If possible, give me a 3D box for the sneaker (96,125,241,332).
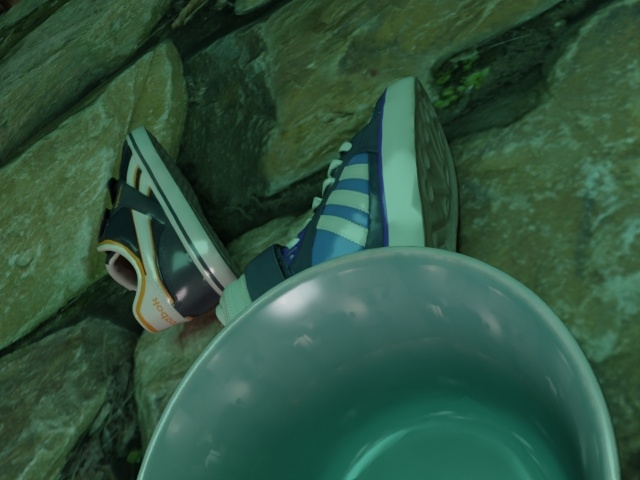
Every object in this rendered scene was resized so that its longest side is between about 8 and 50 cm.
[{"bbox_3d":[-0.205,-0.023,0.898,0.127,0.126,0.321,-35,41,0],"label":"sneaker"}]

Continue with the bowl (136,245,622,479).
[{"bbox_3d":[0.046,0.177,0.476,0.312,0.163,0.311,-19,49,24],"label":"bowl"}]

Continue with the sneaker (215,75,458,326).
[{"bbox_3d":[0.000,0.001,0.703,0.236,0.130,0.322,-14,53,24],"label":"sneaker"}]
